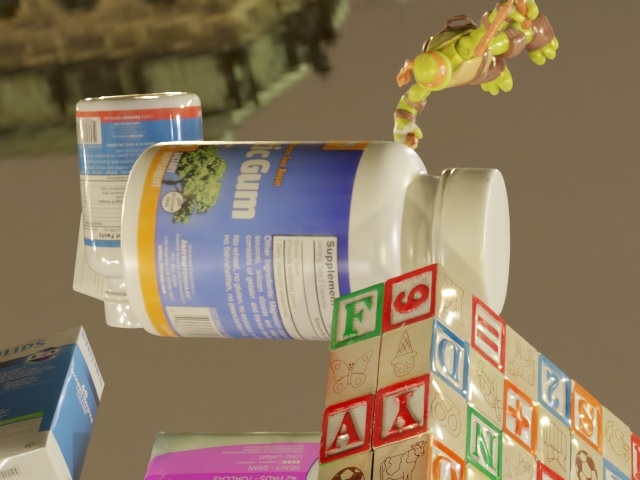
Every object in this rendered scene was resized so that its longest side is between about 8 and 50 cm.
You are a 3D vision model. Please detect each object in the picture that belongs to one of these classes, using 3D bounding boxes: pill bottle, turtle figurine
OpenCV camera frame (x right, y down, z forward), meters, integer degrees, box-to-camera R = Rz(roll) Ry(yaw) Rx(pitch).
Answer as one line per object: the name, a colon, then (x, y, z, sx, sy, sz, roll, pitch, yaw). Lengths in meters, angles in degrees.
pill bottle: (-0.171, -0.031, 1.924, 0.124, 0.221, 0.124, -3, -173, 0)
pill bottle: (0.000, 0.000, 1.484, 0.272, 0.152, 0.152, 0, -159, 15)
turtle figurine: (0.144, -0.181, 2.072, 0.269, 0.087, 0.217, -50, 163, 30)

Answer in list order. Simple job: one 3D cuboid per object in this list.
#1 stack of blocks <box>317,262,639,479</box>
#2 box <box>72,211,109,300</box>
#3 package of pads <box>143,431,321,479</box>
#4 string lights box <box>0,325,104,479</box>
stack of blocks: (0.124, 0.167, 1.341, 0.087, 0.297, 0.171, -20, -131, 32)
box: (-0.193, 0.014, 2.324, 0.170, 0.130, 0.091, 19, -138, 6)
package of pads: (-0.069, 0.312, 1.804, 0.229, 0.101, 0.296, -2, -132, 20)
string lights box: (-0.297, 0.184, 1.921, 0.133, 0.077, 0.260, -16, -158, 8)
